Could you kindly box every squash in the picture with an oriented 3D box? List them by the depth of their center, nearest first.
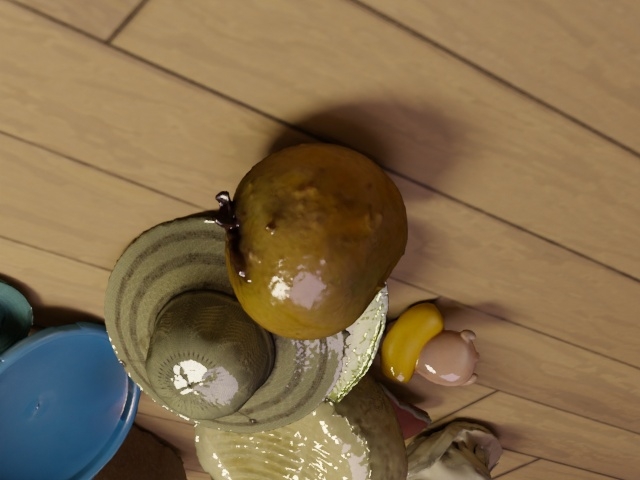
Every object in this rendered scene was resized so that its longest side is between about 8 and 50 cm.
[{"bbox_3d":[-0.019,0.045,1.092,0.192,0.085,0.184,26,115,-4],"label":"squash"}]

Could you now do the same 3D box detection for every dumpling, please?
[{"bbox_3d":[0.174,0.316,1.517,0.199,0.118,0.136,-23,139,-25],"label":"dumpling"}]

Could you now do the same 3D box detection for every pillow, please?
[{"bbox_3d":[0.035,0.240,1.401,0.179,0.075,0.171,-23,142,23],"label":"pillow"}]

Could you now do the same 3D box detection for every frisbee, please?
[{"bbox_3d":[-0.305,0.193,1.200,0.242,0.045,0.242,-26,131,-35],"label":"frisbee"}]

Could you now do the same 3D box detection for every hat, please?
[{"bbox_3d":[-0.105,0.110,1.032,0.252,0.110,0.252,6,117,11],"label":"hat"},{"bbox_3d":[-0.383,0.107,1.125,0.138,0.078,0.191,17,142,-35],"label":"hat"}]

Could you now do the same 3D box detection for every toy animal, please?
[{"bbox_3d":[0.123,0.117,1.231,0.114,0.091,0.082,5,177,6],"label":"toy animal"}]

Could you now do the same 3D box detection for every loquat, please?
[{"bbox_3d":[0.000,0.000,0.944,0.204,0.149,0.172,-2,112,-46],"label":"loquat"}]

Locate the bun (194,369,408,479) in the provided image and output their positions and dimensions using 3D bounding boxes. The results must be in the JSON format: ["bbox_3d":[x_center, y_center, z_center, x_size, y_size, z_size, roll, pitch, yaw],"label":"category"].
[{"bbox_3d":[-0.011,0.220,1.261,0.259,0.152,0.259,12,117,25],"label":"bun"}]

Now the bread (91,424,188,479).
[{"bbox_3d":[-0.284,0.318,1.384,0.102,0.183,0.337,-16,144,22],"label":"bread"}]
